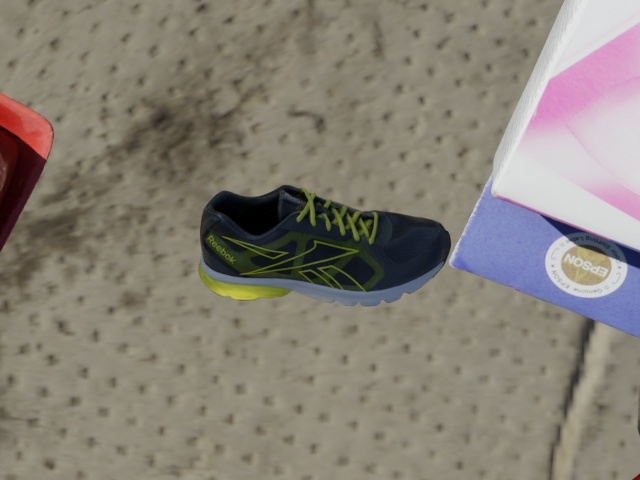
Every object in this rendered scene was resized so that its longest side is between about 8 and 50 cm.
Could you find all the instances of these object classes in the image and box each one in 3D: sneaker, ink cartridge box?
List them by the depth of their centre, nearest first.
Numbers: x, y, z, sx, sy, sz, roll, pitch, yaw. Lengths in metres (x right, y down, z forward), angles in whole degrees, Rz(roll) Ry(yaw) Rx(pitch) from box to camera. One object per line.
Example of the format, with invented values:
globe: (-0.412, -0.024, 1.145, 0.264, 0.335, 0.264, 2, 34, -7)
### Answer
sneaker: (0.000, 0.000, 0.587, 0.083, 0.031, 0.035, -5, 132, 4)
ink cartridge box: (0.259, -0.033, 0.869, 0.324, 0.330, 0.071, 21, 36, 0)

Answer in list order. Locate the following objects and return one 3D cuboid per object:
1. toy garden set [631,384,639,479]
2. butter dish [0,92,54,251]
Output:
toy garden set: (0.245, 0.078, 0.869, 0.203, 0.244, 0.049, 26, 34, -7)
butter dish: (-0.261, -0.028, 1.124, 0.160, 0.118, 0.160, 27, 98, -17)
